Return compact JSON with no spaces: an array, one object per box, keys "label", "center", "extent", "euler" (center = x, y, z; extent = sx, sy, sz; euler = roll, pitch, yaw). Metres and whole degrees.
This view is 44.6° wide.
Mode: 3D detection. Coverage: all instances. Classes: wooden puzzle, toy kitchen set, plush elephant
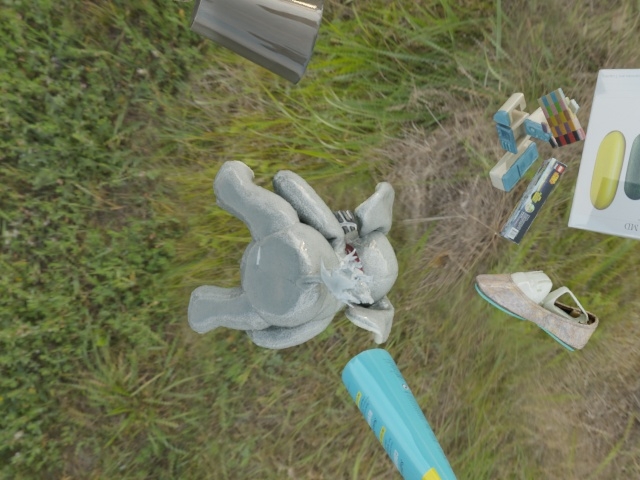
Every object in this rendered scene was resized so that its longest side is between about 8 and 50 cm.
[{"label":"wooden puzzle","center":[0.216,-0.110,0.701],"extent":[0.006,0.083,0.049],"euler":[-25,92,-5]},{"label":"toy kitchen set","center":[0.454,-0.192,1.682],"extent":[0.166,0.207,0.122],"euler":[32,73,39]},{"label":"plush elephant","center":[0.003,0.034,1.189],"extent":[0.330,0.255,0.272],"euler":[12,97,36]}]

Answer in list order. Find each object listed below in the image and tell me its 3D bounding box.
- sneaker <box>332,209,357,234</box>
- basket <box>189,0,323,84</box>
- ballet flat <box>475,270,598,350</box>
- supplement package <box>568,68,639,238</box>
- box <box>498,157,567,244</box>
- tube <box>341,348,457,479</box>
[{"label":"sneaker","center":[0.000,0.000,1.619],"extent":[0.208,0.094,0.081],"euler":[-23,85,-16]},{"label":"basket","center":[-0.129,-0.433,1.521],"extent":[0.227,0.154,0.204],"euler":[15,73,-18]},{"label":"ballet flat","center":[0.469,0.126,1.660],"extent":[0.316,0.107,0.106],"euler":[28,116,-25]},{"label":"supplement package","center":[0.561,-0.125,1.259],"extent":[0.199,0.198,0.262],"euler":[15,96,51]},{"label":"box","center":[0.324,-0.060,1.197],"extent":[0.027,0.094,0.137],"euler":[31,97,4]},{"label":"tube","center":[0.083,0.183,0.673],"extent":[0.052,0.080,0.207],"euler":[-27,45,-6]}]
